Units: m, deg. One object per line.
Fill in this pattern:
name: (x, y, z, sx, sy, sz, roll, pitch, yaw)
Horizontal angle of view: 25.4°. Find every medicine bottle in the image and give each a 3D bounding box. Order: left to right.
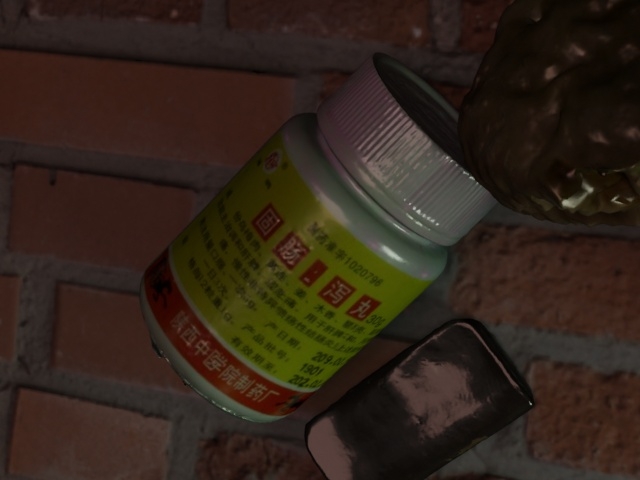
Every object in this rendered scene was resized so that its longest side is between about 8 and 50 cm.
medicine bottle: (0.000, 0.000, 0.915, 0.225, 0.139, 0.139, -45, 78, 18)

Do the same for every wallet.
wallet: (0.063, 0.120, 0.964, 0.157, 0.018, 0.082, -39, 81, 20)

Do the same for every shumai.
shumai: (0.239, -0.155, 0.767, 0.346, 0.217, 0.283, -4, 93, 22)
